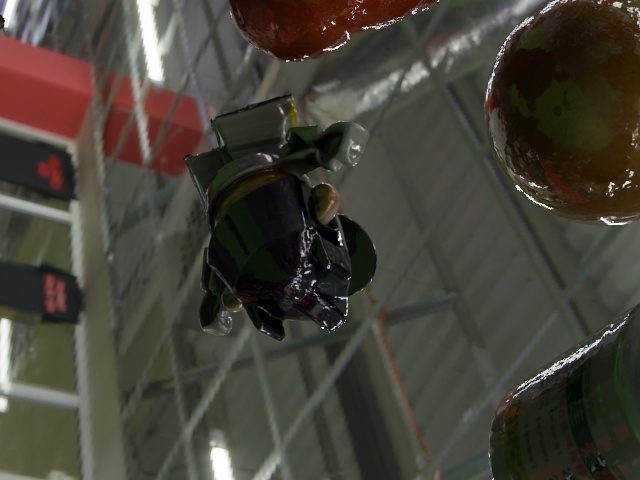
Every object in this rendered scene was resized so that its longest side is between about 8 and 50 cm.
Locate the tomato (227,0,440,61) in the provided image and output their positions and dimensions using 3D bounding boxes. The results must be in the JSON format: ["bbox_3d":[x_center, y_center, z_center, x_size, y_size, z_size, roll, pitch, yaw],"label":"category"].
[{"bbox_3d":[0.016,-0.303,1.234,0.260,0.260,0.180,-3,-64,63],"label":"tomato"}]

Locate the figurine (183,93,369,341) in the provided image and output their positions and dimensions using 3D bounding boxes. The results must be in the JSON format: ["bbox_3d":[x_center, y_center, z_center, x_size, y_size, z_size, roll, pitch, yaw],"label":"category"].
[{"bbox_3d":[-0.059,-0.018,1.255,0.308,0.143,0.308,-175,-90,-66],"label":"figurine"}]

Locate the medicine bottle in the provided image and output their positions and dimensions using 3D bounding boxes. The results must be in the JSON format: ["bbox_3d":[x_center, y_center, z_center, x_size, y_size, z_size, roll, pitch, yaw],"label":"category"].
[{"bbox_3d":[0.321,0.157,1.008,0.339,0.208,0.208,131,-34,-53],"label":"medicine bottle"}]

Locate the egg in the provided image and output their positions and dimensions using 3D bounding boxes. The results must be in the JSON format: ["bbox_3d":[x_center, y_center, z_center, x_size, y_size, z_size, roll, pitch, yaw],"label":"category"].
[{"bbox_3d":[0.334,-0.159,1.316,0.282,0.283,0.351,-64,172,20],"label":"egg"}]

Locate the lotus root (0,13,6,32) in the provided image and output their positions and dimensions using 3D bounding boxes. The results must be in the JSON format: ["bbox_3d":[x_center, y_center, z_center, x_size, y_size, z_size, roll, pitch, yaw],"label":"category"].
[{"bbox_3d":[-0.323,-0.142,0.876,0.080,0.179,0.089,49,-32,9],"label":"lotus root"}]

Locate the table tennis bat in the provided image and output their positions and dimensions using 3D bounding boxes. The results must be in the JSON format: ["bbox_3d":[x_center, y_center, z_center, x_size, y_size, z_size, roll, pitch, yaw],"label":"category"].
[{"bbox_3d":[0.000,0.000,1.356,0.095,0.158,0.014,-43,-175,11],"label":"table tennis bat"}]
